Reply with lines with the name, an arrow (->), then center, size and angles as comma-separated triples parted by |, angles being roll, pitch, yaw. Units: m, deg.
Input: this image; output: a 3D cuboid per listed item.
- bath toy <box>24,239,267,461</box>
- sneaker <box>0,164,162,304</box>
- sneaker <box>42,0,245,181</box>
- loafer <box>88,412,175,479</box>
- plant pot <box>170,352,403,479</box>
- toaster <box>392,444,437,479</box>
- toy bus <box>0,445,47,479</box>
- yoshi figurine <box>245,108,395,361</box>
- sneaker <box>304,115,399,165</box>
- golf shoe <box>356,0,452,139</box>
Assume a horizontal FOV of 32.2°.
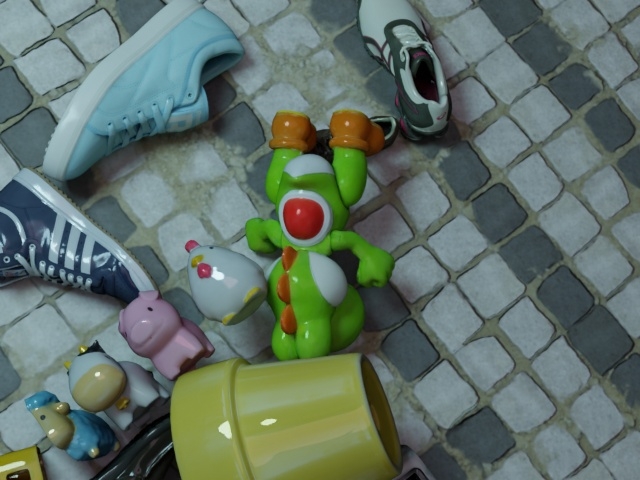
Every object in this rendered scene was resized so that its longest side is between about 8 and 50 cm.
bath toy -> -0.226, 0.133, 1.471 | 0.348, 0.151, 0.129 | -44, 76, 2
sneaker -> -0.363, 0.037, 1.542 | 0.282, 0.099, 0.153 | 40, 68, 10
sneaker -> -0.242, -0.203, 1.601 | 0.150, 0.135, 0.366 | 36, 67, 5
loafer -> -0.245, 0.316, 1.505 | 0.220, 0.080, 0.078 | -42, 95, -12
plant pot -> -0.033, 0.256, 1.422 | 0.239, 0.254, 0.253 | -19, 78, 10
toaster -> 0.096, 0.394, 1.516 | 0.168, 0.110, 0.185 | -35, 83, -16
toy bus -> -0.448, 0.335, 1.445 | 0.191, 0.104, 0.202 | 28, 72, -1
yoshi figurine -> -0.001, 0.007, 1.584 | 0.203, 0.204, 0.362 | 14, 73, -26
sneaker -> 0.030, -0.153, 1.675 | 0.188, 0.071, 0.066 | -20, 79, -15
golf shoe -> 0.140, -0.292, 1.709 | 0.105, 0.120, 0.272 | -19, 77, -12
